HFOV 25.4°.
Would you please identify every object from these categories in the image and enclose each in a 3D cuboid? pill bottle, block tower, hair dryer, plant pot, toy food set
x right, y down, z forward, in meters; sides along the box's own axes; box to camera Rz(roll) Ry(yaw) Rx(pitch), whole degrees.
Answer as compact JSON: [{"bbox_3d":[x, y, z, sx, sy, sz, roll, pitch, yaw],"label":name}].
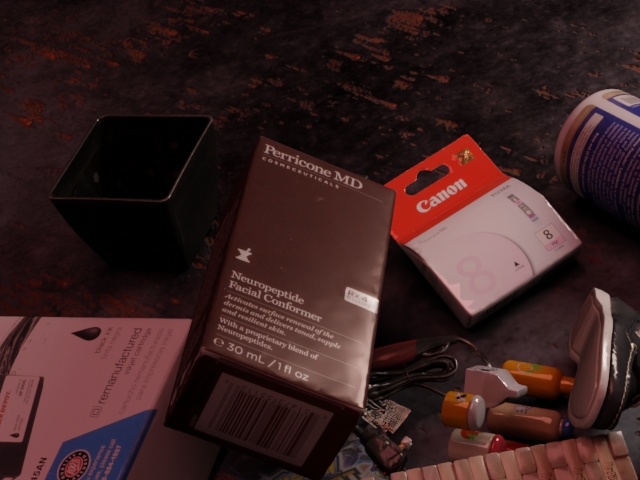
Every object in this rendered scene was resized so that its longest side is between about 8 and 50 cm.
[{"bbox_3d":[0.443,-0.082,1.833,0.153,0.153,0.265,-33,43,-19],"label":"pill bottle"},{"bbox_3d":[0.176,0.282,1.491,0.335,0.097,0.091,-9,61,-9],"label":"block tower"},{"bbox_3d":[0.037,0.167,1.713,0.293,0.080,0.223,27,46,27],"label":"hair dryer"},{"bbox_3d":[-0.245,-0.059,2.030,0.188,0.167,0.187,2,44,22],"label":"plant pot"},{"bbox_3d":[0.222,0.201,1.592,0.104,0.111,0.232,6,4,25],"label":"toy food set"}]

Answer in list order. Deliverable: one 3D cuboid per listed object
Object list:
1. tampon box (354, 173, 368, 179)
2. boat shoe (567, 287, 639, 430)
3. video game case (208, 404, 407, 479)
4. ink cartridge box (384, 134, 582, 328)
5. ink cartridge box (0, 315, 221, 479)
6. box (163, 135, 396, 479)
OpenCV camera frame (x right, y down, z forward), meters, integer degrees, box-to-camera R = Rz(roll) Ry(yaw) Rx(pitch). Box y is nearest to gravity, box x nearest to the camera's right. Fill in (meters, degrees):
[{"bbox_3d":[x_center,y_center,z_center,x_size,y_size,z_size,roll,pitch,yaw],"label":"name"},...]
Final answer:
[{"bbox_3d":[0.000,0.000,1.914,0.101,0.120,0.161,9,46,26],"label":"tampon box"},{"bbox_3d":[0.335,0.135,1.589,0.091,0.114,0.302,22,24,3],"label":"boat shoe"},{"bbox_3d":[-0.054,0.271,1.688,0.275,0.035,0.248,-22,40,-7],"label":"video game case"},{"bbox_3d":[0.197,-0.024,1.855,0.189,0.066,0.232,-32,73,-17],"label":"ink cartridge box"},{"bbox_3d":[-0.338,0.244,1.680,0.395,0.166,0.285,-1,46,25],"label":"ink cartridge box"},{"bbox_3d":[-0.036,0.068,1.621,0.191,0.143,0.381,21,38,-9],"label":"box"}]
